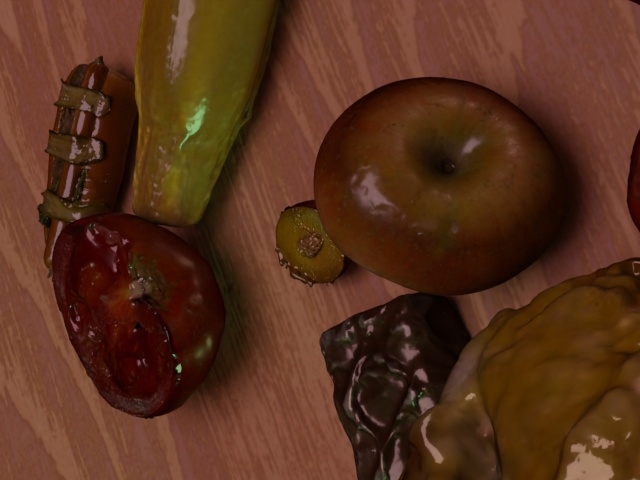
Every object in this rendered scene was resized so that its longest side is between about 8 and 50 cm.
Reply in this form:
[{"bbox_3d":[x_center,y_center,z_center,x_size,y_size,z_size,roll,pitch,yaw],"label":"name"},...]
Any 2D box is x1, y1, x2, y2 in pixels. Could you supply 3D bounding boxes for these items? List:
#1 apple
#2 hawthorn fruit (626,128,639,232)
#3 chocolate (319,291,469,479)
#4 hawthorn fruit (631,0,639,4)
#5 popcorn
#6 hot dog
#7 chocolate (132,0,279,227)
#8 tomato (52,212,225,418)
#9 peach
[{"bbox_3d":[0.112,-0.046,1.698,0.235,0.173,0.210,32,67,9],"label":"apple"},{"bbox_3d":[0.338,-0.051,1.515,0.179,0.200,0.179,5,97,40],"label":"hawthorn fruit"},{"bbox_3d":[0.086,0.170,1.776,0.148,0.093,0.214,-28,72,36],"label":"chocolate"},{"bbox_3d":[0.291,-0.331,1.497,0.265,0.307,0.265,-8,76,36],"label":"hawthorn fruit"},{"bbox_3d":[0.256,0.214,1.490,0.390,0.344,0.354,-6,120,53],"label":"popcorn"},{"bbox_3d":[-0.279,-0.085,2.089,0.109,0.072,0.269,17,98,40],"label":"hot dog"},{"bbox_3d":[-0.128,-0.234,1.936,0.162,0.162,0.445,23,107,37],"label":"chocolate"},{"bbox_3d":[-0.186,0.073,1.957,0.200,0.140,0.233,-38,75,51],"label":"tomato"},{"bbox_3d":[0.001,0.000,1.870,0.098,0.061,0.098,21,124,34],"label":"peach"}]
